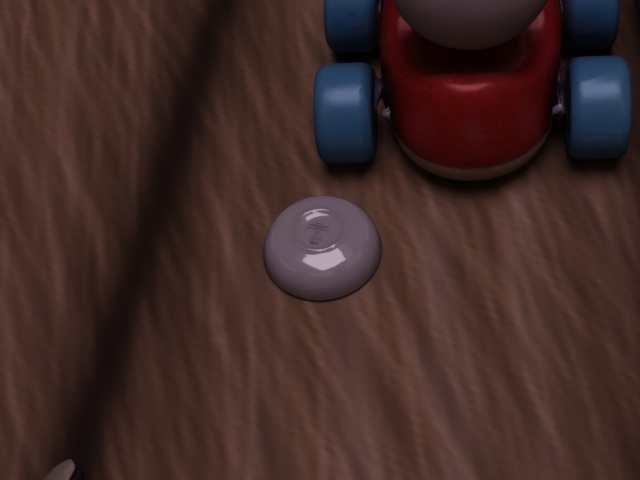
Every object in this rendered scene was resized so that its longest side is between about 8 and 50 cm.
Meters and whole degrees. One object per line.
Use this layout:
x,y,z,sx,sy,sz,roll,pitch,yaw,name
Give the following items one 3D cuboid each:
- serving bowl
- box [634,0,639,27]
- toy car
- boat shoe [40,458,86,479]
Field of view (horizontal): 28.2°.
0.000,0.000,0.879,0.083,0.027,0.083,-3,55,5,serving bowl
0.348,-0.196,0.885,0.243,0.117,0.213,-2,51,5,box
0.103,-0.183,0.868,0.219,0.238,0.210,0,55,7,toy car
-0.168,0.196,0.753,0.043,0.049,0.137,35,53,-21,boat shoe
